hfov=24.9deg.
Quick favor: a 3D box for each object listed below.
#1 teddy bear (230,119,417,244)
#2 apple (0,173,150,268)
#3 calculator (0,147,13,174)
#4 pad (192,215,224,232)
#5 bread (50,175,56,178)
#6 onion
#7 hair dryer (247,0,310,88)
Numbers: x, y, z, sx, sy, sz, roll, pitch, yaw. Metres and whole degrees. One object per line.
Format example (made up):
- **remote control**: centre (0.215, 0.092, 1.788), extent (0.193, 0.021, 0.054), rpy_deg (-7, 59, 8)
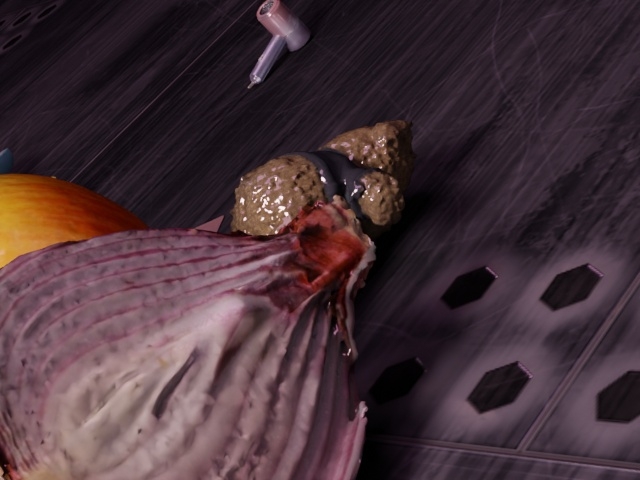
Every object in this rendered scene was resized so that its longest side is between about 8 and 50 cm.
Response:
- **teddy bear**: centre (-0.011, -0.014, 1.178), extent (0.182, 0.129, 0.251), rpy_deg (-4, 38, 45)
- **apple**: centre (-0.236, 0.082, 1.116), extent (0.286, 0.233, 0.286), rpy_deg (-27, 46, 31)
- **calculator**: centre (-0.516, -0.006, 1.844), extent (0.256, 0.054, 0.386), rpy_deg (-34, 16, 21)
- **pad**: centre (-0.159, 0.043, 1.411), extent (0.113, 0.006, 0.188), rpy_deg (-24, 26, 24)
- **bread**: centre (-0.384, 0.013, 1.663), extent (0.232, 0.088, 0.128), rpy_deg (-43, 22, -24)
- **onion**: centre (-0.092, 0.110, 0.954), extent (0.349, 0.267, 0.159), rpy_deg (-37, -6, -43)
- **hair dryer**: centre (-0.063, -0.230, 1.743), extent (0.037, 0.063, 0.114), rpy_deg (2, 58, 51)
